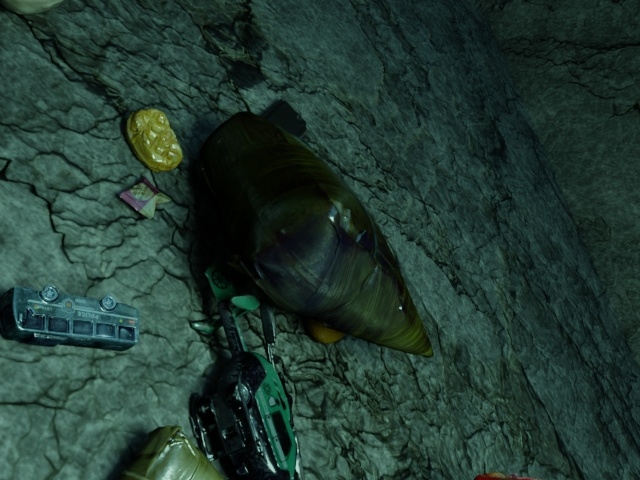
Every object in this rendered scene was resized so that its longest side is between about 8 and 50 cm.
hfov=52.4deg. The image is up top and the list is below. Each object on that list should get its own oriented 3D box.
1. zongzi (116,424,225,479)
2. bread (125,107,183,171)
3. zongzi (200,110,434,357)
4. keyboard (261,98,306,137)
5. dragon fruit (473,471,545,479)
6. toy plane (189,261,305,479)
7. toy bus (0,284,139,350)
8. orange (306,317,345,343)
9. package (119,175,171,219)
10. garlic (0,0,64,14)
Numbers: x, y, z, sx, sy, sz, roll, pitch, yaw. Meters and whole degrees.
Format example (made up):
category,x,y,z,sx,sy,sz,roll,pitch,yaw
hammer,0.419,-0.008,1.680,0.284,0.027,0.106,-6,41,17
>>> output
category,x,y,z,sx,sy,sz,roll,pitch,yaw
zongzi,-0.180,0.325,0.747,0.160,0.078,0.176,49,45,-12
bread,-0.269,-0.162,1.049,0.083,0.044,0.111,-19,81,-53
zongzi,0.000,0.000,1.097,0.432,0.208,0.403,39,11,-42
keyboard,-0.092,-0.216,1.326,0.094,0.025,0.230,47,35,-11
dragon fruit,0.262,0.545,0.964,0.371,0.249,0.386,-32,86,-40
toy plane,-0.101,0.204,0.919,0.155,0.106,0.382,7,57,-55
toy bus,-0.303,0.098,0.797,0.166,0.047,0.065,17,55,-44
orange,0.015,0.139,1.124,0.085,0.085,0.085,31,42,-33
package,-0.264,-0.067,0.993,0.059,0.029,0.083,41,26,-10
garlic,-0.438,-0.445,0.935,0.237,0.210,0.292,22,38,-49
